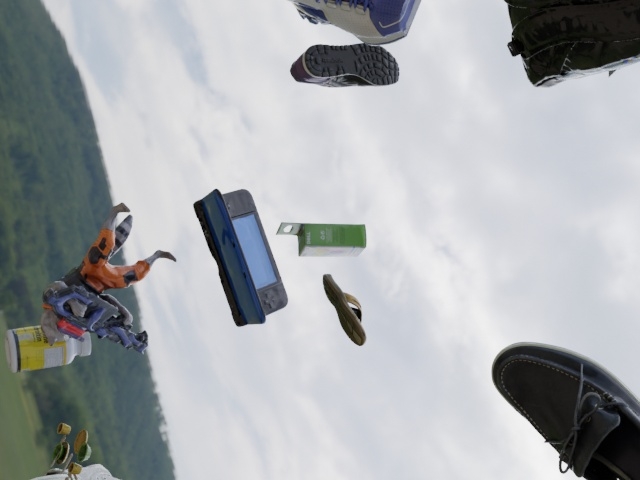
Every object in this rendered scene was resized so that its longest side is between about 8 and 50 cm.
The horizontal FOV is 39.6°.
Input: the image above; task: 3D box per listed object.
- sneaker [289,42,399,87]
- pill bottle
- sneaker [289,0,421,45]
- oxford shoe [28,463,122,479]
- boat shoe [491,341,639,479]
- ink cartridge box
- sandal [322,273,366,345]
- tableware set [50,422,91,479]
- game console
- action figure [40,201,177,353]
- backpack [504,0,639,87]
[{"bbox_3d":[0.059,-0.433,2.230,0.124,0.283,0.107,-15,-105,61],"label":"sneaker"},{"bbox_3d":[-0.642,0.248,2.095,0.103,0.184,0.103,21,-66,59],"label":"pill bottle"},{"bbox_3d":[0.019,-0.463,1.654,0.316,0.182,0.127,22,-86,39],"label":"sneaker"},{"bbox_3d":[-0.621,0.610,2.129,0.130,0.169,0.449,36,0,21],"label":"oxford shoe"},{"bbox_3d":[0.520,0.359,1.667,0.500,0.156,0.186,39,-65,31],"label":"boat shoe"},{"bbox_3d":[0.000,0.000,2.186,0.109,0.209,0.062,124,-34,-72],"label":"ink cartridge box"},{"bbox_3d":[0.059,0.140,1.888,0.180,0.049,0.072,60,-22,31],"label":"sandal"},{"bbox_3d":[-0.486,0.404,1.716,0.104,0.024,0.154,-61,-147,3],"label":"tableware set"},{"bbox_3d":[-0.144,0.024,1.913,0.173,0.250,0.293,-18,-89,39],"label":"game console"},{"bbox_3d":[-0.488,0.113,2.008,0.178,0.330,0.341,38,-12,36],"label":"action figure"},{"bbox_3d":[0.464,-0.406,1.399,0.355,0.273,0.290,-152,-136,-78],"label":"backpack"}]
